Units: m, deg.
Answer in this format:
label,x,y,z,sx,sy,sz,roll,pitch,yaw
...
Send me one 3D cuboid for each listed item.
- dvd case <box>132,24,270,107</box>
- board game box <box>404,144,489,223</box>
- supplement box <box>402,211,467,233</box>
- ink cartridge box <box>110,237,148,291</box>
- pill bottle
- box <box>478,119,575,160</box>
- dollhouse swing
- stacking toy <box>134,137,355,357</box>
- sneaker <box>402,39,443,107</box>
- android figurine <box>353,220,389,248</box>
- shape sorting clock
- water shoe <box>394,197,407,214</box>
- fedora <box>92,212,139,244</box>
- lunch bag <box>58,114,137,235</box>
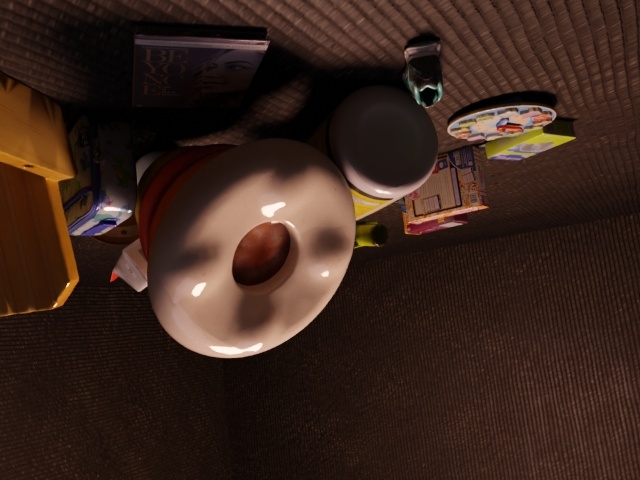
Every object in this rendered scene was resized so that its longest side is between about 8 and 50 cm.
label,x,y,z,sx,sy,sz,roll,pitch,yaw
dvd case,-0.175,-0.233,0.820,0.165,0.018,0.221,-3,170,-19
board game box,0.293,-0.131,1.408,0.194,0.146,0.045,-12,169,36
supplement box,0.359,-0.087,1.867,0.188,0.104,0.081,-16,167,43
ink cartridge box,-0.321,0.003,1.350,0.308,0.091,0.385,-40,-175,-26
pill bottle,0.053,-0.133,1.077,0.188,0.187,0.334,-3,170,-21
box,0.453,-0.219,1.305,0.109,0.042,0.178,-1,169,-31
dollhouse swing,-0.560,-0.045,0.818,0.347,0.304,0.315,-8,171,12
stacking toy,-0.205,-0.058,1.008,0.351,0.350,0.480,1,-157,-42
sneaker,0.156,-0.231,0.885,0.065,0.076,0.166,-8,171,14
android figurine,0.000,0.000,1.170,0.248,0.056,0.273,-14,-173,-37
shape sorting clock,0.355,-0.230,1.160,0.206,0.040,0.206,-6,171,-1
water shoe,0.245,-0.128,1.713,0.080,0.072,0.203,20,173,4
fedora,-0.447,-0.073,1.330,0.194,0.194,0.079,-4,134,-19
lunch bag,-0.387,-0.100,0.998,0.090,0.176,0.219,0,170,-39
